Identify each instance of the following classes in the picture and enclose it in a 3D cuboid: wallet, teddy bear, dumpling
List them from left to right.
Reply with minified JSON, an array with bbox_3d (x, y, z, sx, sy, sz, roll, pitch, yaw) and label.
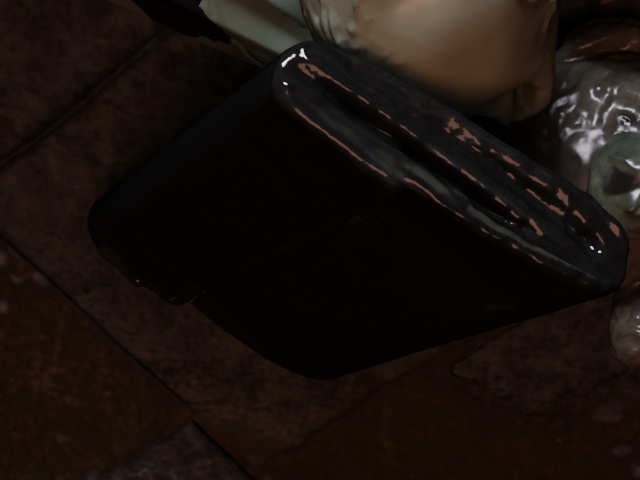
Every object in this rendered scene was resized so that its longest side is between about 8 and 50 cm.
[{"bbox_3d":[0.000,0.001,1.078,0.228,0.062,0.406,30,159,-14],"label":"wallet"},{"bbox_3d":[0.054,-0.164,0.975,0.147,0.193,0.258,-32,138,16],"label":"dumpling"},{"bbox_3d":[0.242,-0.027,1.116,0.267,0.151,0.236,25,97,-12],"label":"teddy bear"}]

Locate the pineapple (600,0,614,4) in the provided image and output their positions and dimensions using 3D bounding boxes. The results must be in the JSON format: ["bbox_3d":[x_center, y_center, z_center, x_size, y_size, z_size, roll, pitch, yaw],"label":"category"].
[{"bbox_3d":[0.111,-0.265,1.010,0.277,0.119,0.130,45,160,-18],"label":"pineapple"}]

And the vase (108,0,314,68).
[{"bbox_3d":[-0.103,-0.204,1.054,0.360,0.165,0.165,32,120,-18],"label":"vase"}]
